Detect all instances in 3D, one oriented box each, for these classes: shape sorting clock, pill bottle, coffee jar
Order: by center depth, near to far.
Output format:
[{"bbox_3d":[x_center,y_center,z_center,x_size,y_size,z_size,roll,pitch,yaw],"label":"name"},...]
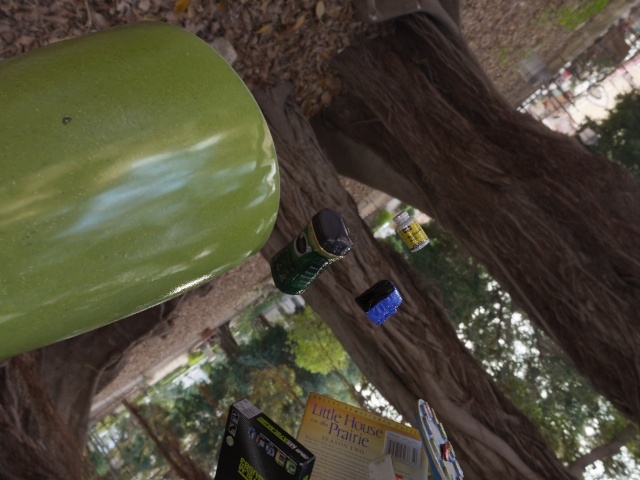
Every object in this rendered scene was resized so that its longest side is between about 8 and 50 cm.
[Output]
[{"bbox_3d":[-0.018,0.023,0.846,0.079,0.096,0.184,15,135,-38],"label":"coffee jar"},{"bbox_3d":[0.249,0.427,0.885,0.040,0.206,0.206,-25,179,15],"label":"shape sorting clock"},{"bbox_3d":[0.266,-0.029,1.283,0.065,0.116,0.065,-35,-178,1],"label":"pill bottle"}]

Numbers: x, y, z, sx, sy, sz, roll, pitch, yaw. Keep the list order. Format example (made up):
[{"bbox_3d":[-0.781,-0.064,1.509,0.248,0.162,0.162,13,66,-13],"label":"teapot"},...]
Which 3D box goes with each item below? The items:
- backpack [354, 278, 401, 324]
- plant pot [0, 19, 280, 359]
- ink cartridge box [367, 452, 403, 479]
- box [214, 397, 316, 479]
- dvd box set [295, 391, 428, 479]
[{"bbox_3d":[0.180,0.181,1.289,0.120,0.101,0.098,-41,-147,-2],"label":"backpack"},{"bbox_3d":[-0.227,-0.026,0.364,0.275,0.275,0.293,-41,-178,39],"label":"plant pot"},{"bbox_3d":[0.130,0.480,0.829,0.063,0.029,0.115,-35,-142,26],"label":"ink cartridge box"},{"bbox_3d":[-0.109,0.422,0.795,0.045,0.191,0.184,-2,112,-53],"label":"box"},{"bbox_3d":[0.062,0.552,0.891,0.420,0.307,0.062,-69,177,-51],"label":"dvd box set"}]
